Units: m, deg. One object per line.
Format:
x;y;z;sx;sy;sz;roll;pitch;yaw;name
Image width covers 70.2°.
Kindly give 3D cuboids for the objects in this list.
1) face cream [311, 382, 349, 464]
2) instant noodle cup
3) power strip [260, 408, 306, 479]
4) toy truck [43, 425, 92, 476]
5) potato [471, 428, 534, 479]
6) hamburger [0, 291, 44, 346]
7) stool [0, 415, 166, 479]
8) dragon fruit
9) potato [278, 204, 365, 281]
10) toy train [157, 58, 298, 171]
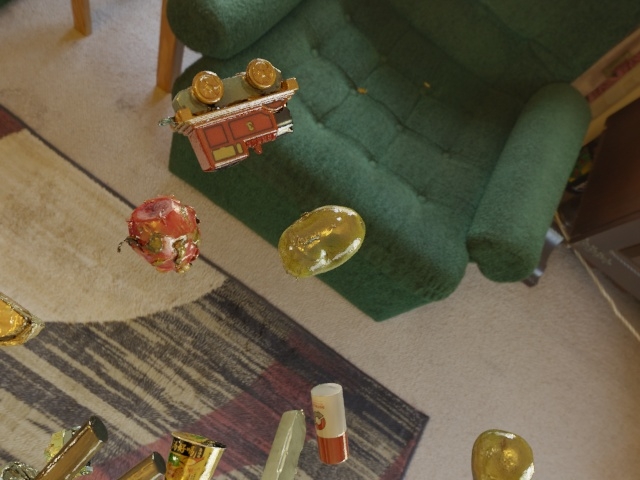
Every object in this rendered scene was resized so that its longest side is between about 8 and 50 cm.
0.030;0.556;1.389;0.096;0.096;0.214;-9;95;-25;face cream
-0.337;0.581;1.196;0.151;0.151;0.122;21;67;-14;instant noodle cup
-0.081;0.489;1.016;0.286;0.048;0.080;-68;142;-62;power strip
-0.742;0.626;1.331;0.116;0.191;0.085;-7;46;-17;toy truck
0.478;0.608;1.215;0.157;0.157;0.194;30;75;-9;potato
-0.616;0.155;0.867;0.176;0.087;0.102;29;76;13;hamburger
-0.441;0.553;0.875;0.226;0.310;0.310;-30;43;-5;stool
-0.566;-0.001;1.681;0.250;0.291;0.269;-7;38;1;dragon fruit
0.000;0.000;1.216;0.248;0.143;0.169;-26;97;12;potato
-0.229;-0.320;1.186;0.369;0.163;0.231;-25;105;-23;toy train
